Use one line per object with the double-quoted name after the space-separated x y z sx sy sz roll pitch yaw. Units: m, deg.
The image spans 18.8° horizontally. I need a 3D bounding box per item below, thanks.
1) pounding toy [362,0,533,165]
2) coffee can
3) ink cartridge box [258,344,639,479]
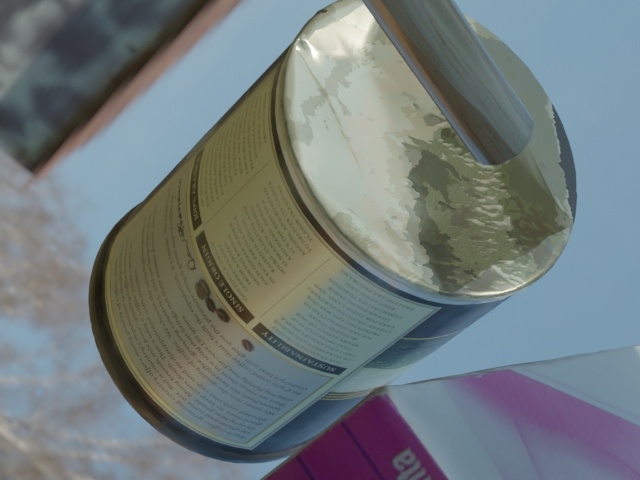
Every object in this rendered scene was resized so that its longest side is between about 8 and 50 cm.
-0.051 -0.131 0.459 0.110 0.183 0.237 -23 -129 8 "pounding toy"
0.000 0.000 1.209 0.275 0.201 0.201 -41 -161 51 "coffee can"
0.124 0.174 0.500 0.071 0.324 0.330 -45 160 24 "ink cartridge box"
